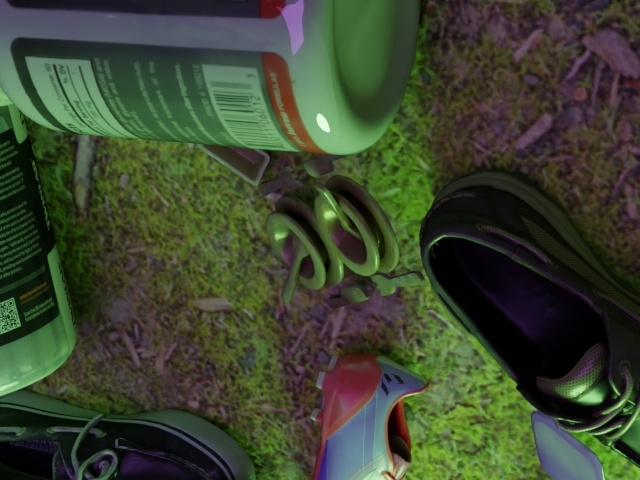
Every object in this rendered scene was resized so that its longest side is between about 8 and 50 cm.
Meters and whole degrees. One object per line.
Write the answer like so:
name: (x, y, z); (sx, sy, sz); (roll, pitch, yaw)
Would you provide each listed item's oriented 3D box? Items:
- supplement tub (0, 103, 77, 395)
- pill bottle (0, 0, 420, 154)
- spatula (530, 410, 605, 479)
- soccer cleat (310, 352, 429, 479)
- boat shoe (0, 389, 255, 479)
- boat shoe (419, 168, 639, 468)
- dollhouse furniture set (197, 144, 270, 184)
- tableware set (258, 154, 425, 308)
supplement tub: (-0.342, -0.026, 1.324); (0.193, 0.193, 0.316); (-2, 109, 27)
pill bottle: (-0.125, -0.180, 1.126); (0.362, 0.210, 0.210); (7, 113, 23)
spatula: (0.194, 0.255, 1.232); (0.084, 0.030, 0.296); (40, 142, 40)
soccer cleat: (0.035, 0.214, 1.304); (0.095, 0.083, 0.248); (13, 113, 16)
boat shoe: (-0.214, 0.214, 1.409); (0.306, 0.105, 0.113); (13, 116, 21)
boat shoe: (0.207, 0.098, 1.138); (0.355, 0.130, 0.132); (40, 122, 7)
dollhouse furniture set: (-0.095, -0.098, 1.237); (0.114, 0.081, 0.091); (35, 121, 10)
tableware set: (0.000, 0.000, 1.196); (0.128, 0.039, 0.194); (59, 157, -5)
